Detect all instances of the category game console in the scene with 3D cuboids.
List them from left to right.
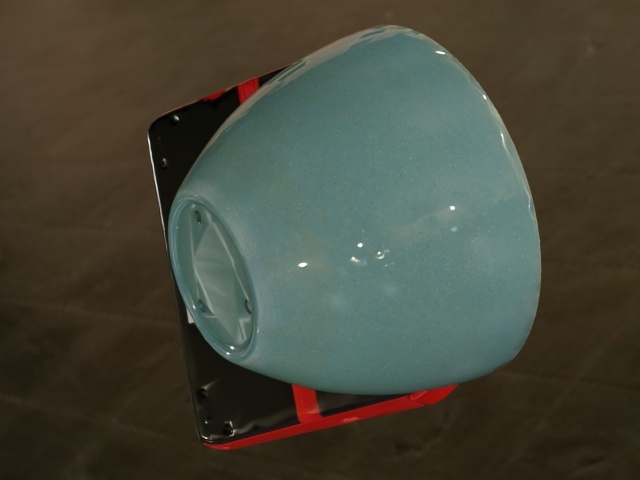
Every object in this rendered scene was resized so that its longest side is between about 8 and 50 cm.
[{"bbox_3d":[-0.022,0.005,1.569,0.342,0.386,0.060,-18,-13,35],"label":"game console"}]

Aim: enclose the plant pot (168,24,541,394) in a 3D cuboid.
[{"bbox_3d":[0.000,0.000,1.138,0.195,0.290,0.290,-20,19,-28],"label":"plant pot"}]
